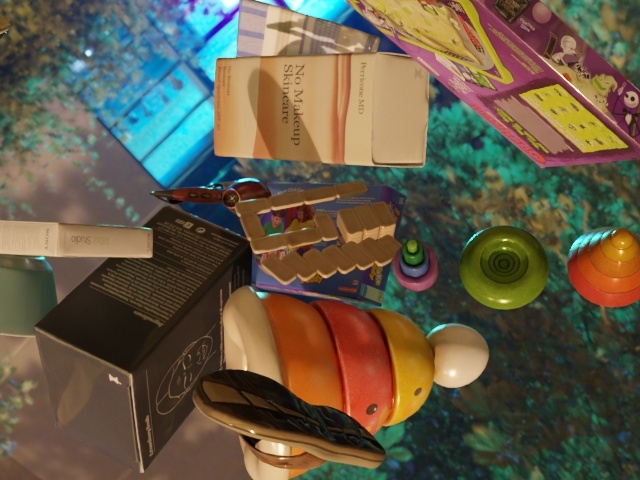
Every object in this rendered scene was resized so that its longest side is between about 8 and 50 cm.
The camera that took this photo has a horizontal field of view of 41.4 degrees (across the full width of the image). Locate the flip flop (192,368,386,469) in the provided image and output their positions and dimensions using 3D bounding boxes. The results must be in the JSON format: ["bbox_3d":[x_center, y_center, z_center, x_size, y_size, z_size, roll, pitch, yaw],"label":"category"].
[{"bbox_3d":[-0.038,0.234,1.022,0.080,0.277,0.112,-53,-142,12],"label":"flip flop"}]

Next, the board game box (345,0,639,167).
[{"bbox_3d":[0.149,-0.194,0.816,0.056,0.347,0.208,-55,-167,-10],"label":"board game box"}]

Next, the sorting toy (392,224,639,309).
[{"bbox_3d":[0.279,0.018,1.168,0.365,0.126,0.127,-1,-112,10],"label":"sorting toy"}]

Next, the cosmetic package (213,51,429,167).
[{"bbox_3d":[-0.005,-0.184,1.197,0.296,0.153,0.129,6,-172,39],"label":"cosmetic package"}]

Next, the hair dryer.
[{"bbox_3d":[-0.212,-0.080,1.749,0.223,0.080,0.293,-9,-176,-28],"label":"hair dryer"}]

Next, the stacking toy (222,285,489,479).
[{"bbox_3d":[0.081,0.223,1.504,0.479,0.351,0.350,-9,-156,-15],"label":"stacking toy"}]

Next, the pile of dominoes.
[{"bbox_3d":[0.003,-0.005,1.401,0.251,0.040,0.196,-11,-131,-15],"label":"pile of dominoes"}]

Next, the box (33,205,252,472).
[{"bbox_3d":[-0.318,0.179,1.624,0.212,0.294,0.395,22,-137,17],"label":"box"}]

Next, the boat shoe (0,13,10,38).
[{"bbox_3d":[-0.457,-0.267,1.102,0.042,0.049,0.133,-42,-175,24],"label":"boat shoe"}]

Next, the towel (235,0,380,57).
[{"bbox_3d":[-0.032,-0.355,1.661,0.209,0.285,0.034,105,4,-54],"label":"towel"}]

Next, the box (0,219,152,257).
[{"bbox_3d":[-0.479,-0.005,1.421,0.322,0.232,0.059,4,-90,26],"label":"box"}]

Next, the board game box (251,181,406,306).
[{"bbox_3d":[0.000,0.000,1.783,0.347,0.078,0.233,5,-103,44],"label":"board game box"}]

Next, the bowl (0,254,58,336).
[{"bbox_3d":[-0.718,0.099,1.879,0.311,0.311,0.163,16,-87,58],"label":"bowl"}]
